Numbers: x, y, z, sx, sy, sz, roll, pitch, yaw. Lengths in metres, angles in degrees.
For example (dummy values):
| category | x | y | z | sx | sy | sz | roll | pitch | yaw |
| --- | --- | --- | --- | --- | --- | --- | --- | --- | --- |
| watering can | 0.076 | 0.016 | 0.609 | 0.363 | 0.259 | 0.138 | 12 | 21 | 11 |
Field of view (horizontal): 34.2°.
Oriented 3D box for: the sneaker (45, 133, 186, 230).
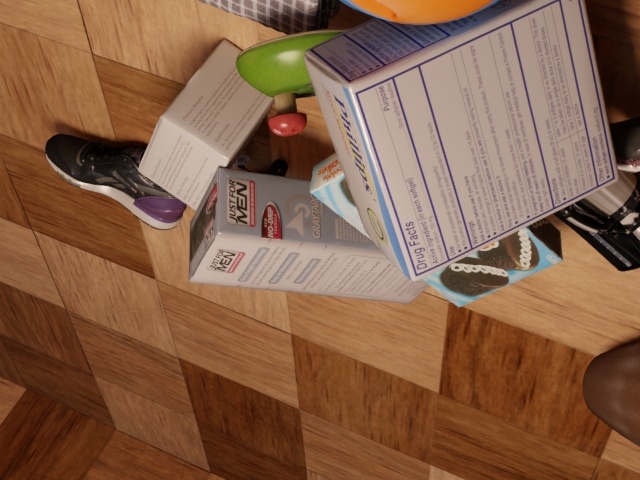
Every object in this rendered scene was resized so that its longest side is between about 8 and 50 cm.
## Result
| category | x | y | z | sx | sy | sz | roll | pitch | yaw |
| --- | --- | --- | --- | --- | --- | --- | --- | --- | --- |
| sneaker | -0.363 | -0.142 | 1.906 | 0.283 | 0.107 | 0.124 | 27 | 133 | -1 |

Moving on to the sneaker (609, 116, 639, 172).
| category | x | y | z | sx | sy | sz | roll | pitch | yaw |
| --- | --- | --- | --- | --- | --- | --- | --- | --- | --- |
| sneaker | 0.440 | -0.171 | 1.191 | 0.281 | 0.106 | 0.162 | -3 | 125 | 34 |

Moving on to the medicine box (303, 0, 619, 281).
| category | x | y | z | sx | sy | sz | roll | pitch | yaw |
| --- | --- | --- | --- | --- | --- | --- | --- | --- | --- |
| medicine box | 0.167 | -0.143 | 1.201 | 0.149 | 0.289 | 0.263 | 52 | 166 | 57 |

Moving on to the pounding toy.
| category | x | y | z | sx | sy | sz | roll | pitch | yaw |
| --- | --- | --- | --- | --- | --- | --- | --- | --- | --- |
| pounding toy | 0.007 | -0.199 | 1.366 | 0.183 | 0.237 | 0.110 | -11 | 87 | 44 |

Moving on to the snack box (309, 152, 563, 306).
| category | x | y | z | sx | sy | sz | roll | pitch | yaw |
| --- | --- | --- | --- | --- | --- | --- | --- | --- | --- |
| snack box | 0.163 | -0.037 | 1.427 | 0.187 | 0.060 | 0.322 | -29 | 129 | 35 |

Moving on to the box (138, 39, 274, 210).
| category | x | y | z | sx | sy | sz | roll | pitch | yaw |
| --- | --- | --- | --- | --- | --- | --- | --- | --- | --- |
| box | -0.169 | -0.174 | 1.595 | 0.119 | 0.181 | 0.182 | 35 | 148 | -4 |

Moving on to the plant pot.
| category | x | y | z | sx | sy | sz | roll | pitch | yaw |
| --- | --- | --- | --- | --- | --- | --- | --- | --- | --- |
| plant pot | 0.518 | 0.235 | 1.591 | 0.215 | 0.215 | 0.230 | 45 | 159 | -21 |

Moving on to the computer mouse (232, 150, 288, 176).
| category | x | y | z | sx | sy | sz | roll | pitch | yaw |
| --- | --- | --- | --- | --- | --- | --- | --- | --- | --- |
| computer mouse | -0.151 | -0.152 | 1.747 | 0.193 | 0.042 | 0.106 | 33 | 153 | -14 |

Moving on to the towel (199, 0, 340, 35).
| category | x | y | z | sx | sy | sz | roll | pitch | yaw |
| --- | --- | --- | --- | --- | --- | --- | --- | --- | --- |
| towel | -0.080 | -0.392 | 1.278 | 0.235 | 0.121 | 0.284 | 24 | 147 | 10 |

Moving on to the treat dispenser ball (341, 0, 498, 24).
| category | x | y | z | sx | sy | sz | roll | pitch | yaw |
| --- | --- | --- | --- | --- | --- | --- | --- | --- | --- |
| treat dispenser ball | 0.100 | -0.357 | 1.019 | 0.288 | 0.288 | 0.288 | 22 | 147 | 15 |

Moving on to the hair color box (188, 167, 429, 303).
| category | x | y | z | sx | sy | sz | roll | pitch | yaw |
| --- | --- | --- | --- | --- | --- | --- | --- | --- | --- |
| hair color box | 0.000 | 0.000 | 1.603 | 0.374 | 0.113 | 0.185 | 6 | 153 | -19 |

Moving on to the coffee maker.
| category | x | y | z | sx | sy | sz | roll | pitch | yaw |
| --- | --- | --- | --- | --- | --- | --- | --- | --- | --- |
| coffee maker | 0.377 | -0.054 | 1.391 | 0.178 | 0.120 | 0.171 | 39 | -178 | -11 |
